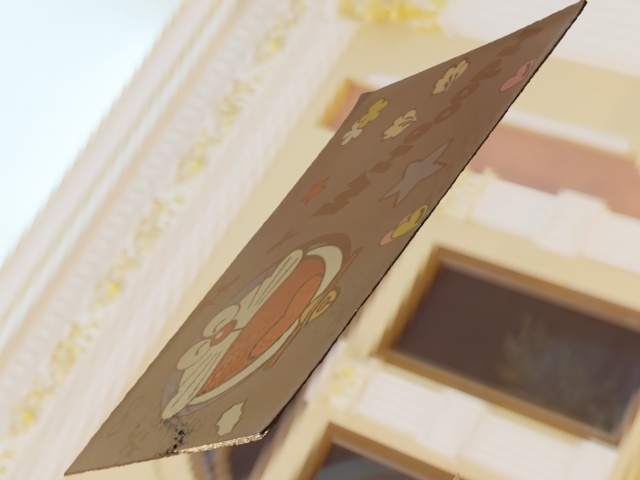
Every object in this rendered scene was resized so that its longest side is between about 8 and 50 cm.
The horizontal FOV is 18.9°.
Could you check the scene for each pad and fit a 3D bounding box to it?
[{"bbox_3d":[0.000,0.000,0.794,0.006,0.170,0.245,46,-120,-15],"label":"pad"}]

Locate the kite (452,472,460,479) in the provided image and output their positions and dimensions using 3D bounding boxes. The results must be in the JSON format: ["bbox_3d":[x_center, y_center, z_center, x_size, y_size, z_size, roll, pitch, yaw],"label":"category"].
[{"bbox_3d":[0.078,0.225,1.315,0.011,0.157,0.139,23,-107,-26],"label":"kite"}]
